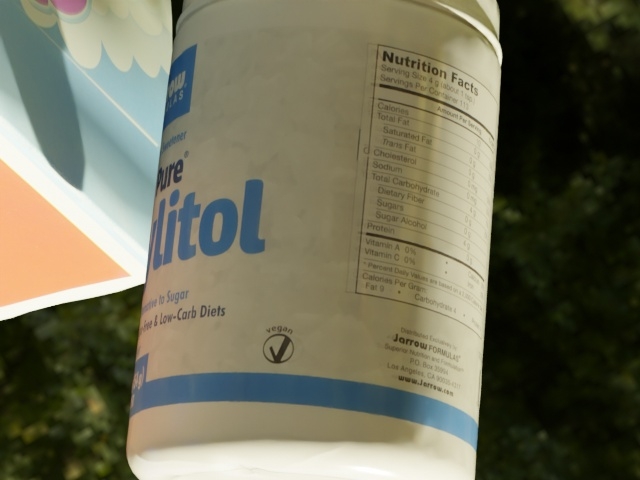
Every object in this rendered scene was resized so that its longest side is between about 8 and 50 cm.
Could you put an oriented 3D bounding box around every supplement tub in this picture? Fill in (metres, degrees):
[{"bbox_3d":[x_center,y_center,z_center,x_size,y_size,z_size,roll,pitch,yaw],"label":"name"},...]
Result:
[{"bbox_3d":[0.000,0.000,0.398,0.071,0.071,0.107,52,-140,-67],"label":"supplement tub"}]

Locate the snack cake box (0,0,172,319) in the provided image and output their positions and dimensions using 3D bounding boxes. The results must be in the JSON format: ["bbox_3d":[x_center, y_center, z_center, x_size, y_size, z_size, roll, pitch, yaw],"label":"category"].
[{"bbox_3d":[-0.154,-0.069,0.381,0.264,0.152,0.089,48,-148,-53],"label":"snack cake box"}]
